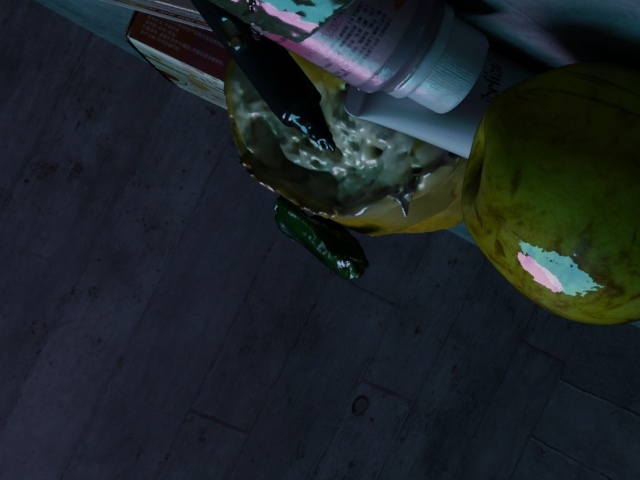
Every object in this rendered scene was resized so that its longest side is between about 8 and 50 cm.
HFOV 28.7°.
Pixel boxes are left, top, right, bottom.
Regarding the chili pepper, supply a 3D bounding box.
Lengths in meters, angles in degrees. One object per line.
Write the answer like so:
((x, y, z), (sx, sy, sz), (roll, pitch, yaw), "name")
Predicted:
((0.001, -0.003, 1.781), (0.108, 0.062, 0.216), (27, -174, -34), "chili pepper")

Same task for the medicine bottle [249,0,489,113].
((0.052, -0.235, 1.329), (0.247, 0.147, 0.147), (26, 178, -19), "medicine bottle")

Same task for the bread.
((0.071, -0.131, 1.768), (0.361, 0.250, 0.394), (36, -176, 24), "bread")

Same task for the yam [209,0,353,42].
((-0.074, -0.290, 0.985), (0.271, 0.201, 0.202), (34, 176, -15), "yam")

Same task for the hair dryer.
((-0.096, -0.234, 1.372), (0.352, 0.107, 0.189), (53, -150, 16), "hair dryer")

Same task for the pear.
((0.283, -0.051, 1.296), (0.280, 0.281, 0.281), (26, 178, 1), "pear")

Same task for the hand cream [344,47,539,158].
((0.202, -0.157, 1.476), (0.358, 0.185, 0.118), (23, 152, -17), "hand cream")

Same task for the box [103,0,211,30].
((-0.242, -0.365, 1.803), (0.353, 0.069, 0.214), (14, -177, -18), "box")

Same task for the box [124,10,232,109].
((-0.124, -0.299, 2.281), (0.385, 0.122, 0.344), (26, 178, 10), "box")
